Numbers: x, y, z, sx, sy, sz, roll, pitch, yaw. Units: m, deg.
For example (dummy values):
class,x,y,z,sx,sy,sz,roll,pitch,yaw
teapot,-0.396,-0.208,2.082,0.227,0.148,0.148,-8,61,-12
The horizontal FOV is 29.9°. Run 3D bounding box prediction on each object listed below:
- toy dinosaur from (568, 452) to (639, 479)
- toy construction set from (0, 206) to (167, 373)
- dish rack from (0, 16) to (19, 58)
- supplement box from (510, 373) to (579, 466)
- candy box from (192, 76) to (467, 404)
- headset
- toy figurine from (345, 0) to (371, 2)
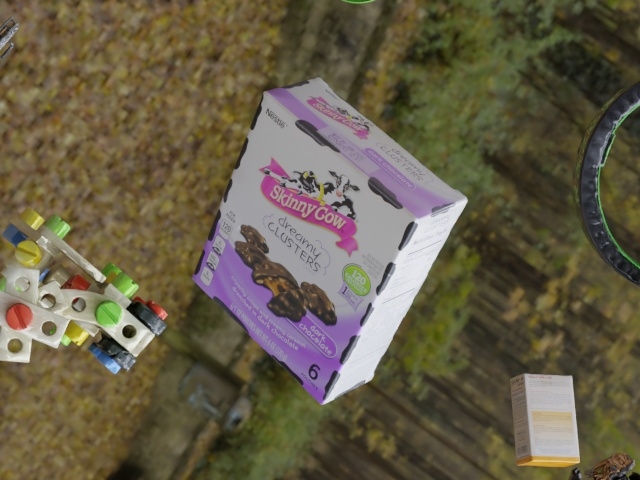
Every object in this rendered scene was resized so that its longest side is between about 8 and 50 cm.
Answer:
class,x,y,z,sx,sy,sz,roll,pitch,yaw
toy dinosaur,0.411,0.430,1.649,0.164,0.218,0.322,-36,142,-12
toy construction set,-0.302,0.064,1.424,0.151,0.215,0.328,-47,-168,3
dish rack,-0.427,-0.137,1.251,0.271,0.074,0.208,-43,-161,14
supplement box,0.249,0.200,1.332,0.036,0.062,0.098,137,-44,-63
candy box,0.000,0.000,0.945,0.070,0.165,0.196,-21,145,-46
headset,0.460,-0.037,1.272,0.185,0.394,0.243,-52,162,-84
toy figurine,0.043,-0.424,1.739,0.159,0.173,0.130,-67,151,-64
